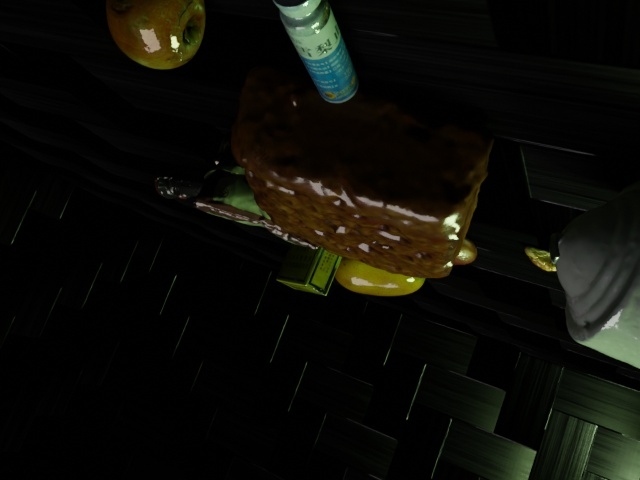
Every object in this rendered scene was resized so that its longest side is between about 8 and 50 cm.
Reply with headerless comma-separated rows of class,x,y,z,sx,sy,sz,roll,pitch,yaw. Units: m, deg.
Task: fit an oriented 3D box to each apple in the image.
apple,-0.185,-0.245,0.705,0.102,0.099,0.114,22,175,8

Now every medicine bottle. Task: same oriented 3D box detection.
medicine bottle,-0.001,-0.206,0.664,0.051,0.051,0.191,18,171,18

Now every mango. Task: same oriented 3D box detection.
mango,0.160,0.088,1.770,0.254,0.139,0.175,14,177,5

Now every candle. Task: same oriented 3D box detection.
candle,0.417,0.054,0.737,0.342,0.221,0.221,24,171,5

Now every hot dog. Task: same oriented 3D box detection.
hot dog,0.425,0.039,1.196,0.090,0.034,0.030,19,172,10

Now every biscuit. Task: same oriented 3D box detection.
biscuit,0.061,-0.075,0.940,0.343,0.166,0.395,17,169,14

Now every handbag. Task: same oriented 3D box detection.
handbag,-0.102,-0.089,1.206,0.235,0.213,0.127,20,132,-9

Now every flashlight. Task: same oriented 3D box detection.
flashlight,-0.353,-0.147,1.715,0.232,0.093,0.093,12,167,43

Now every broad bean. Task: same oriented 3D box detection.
broad bean,0.237,0.006,1.296,0.165,0.084,0.114,17,-171,-15

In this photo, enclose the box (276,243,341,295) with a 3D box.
box,0.000,0.000,1.344,0.064,0.220,0.141,26,169,-25
